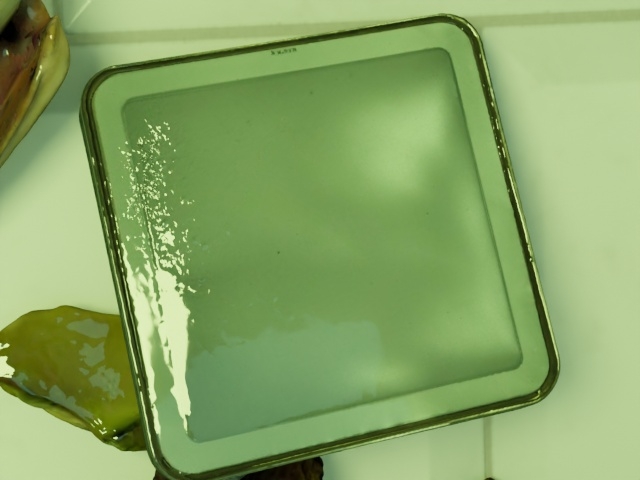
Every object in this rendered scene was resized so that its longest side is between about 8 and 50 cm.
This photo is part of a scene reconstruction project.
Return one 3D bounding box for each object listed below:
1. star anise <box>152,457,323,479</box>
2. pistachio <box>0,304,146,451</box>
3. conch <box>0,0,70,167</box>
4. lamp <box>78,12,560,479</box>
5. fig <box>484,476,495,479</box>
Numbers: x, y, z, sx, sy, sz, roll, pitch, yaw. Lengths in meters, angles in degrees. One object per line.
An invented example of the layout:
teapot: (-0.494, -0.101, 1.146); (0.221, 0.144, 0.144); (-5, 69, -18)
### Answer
star anise: (-0.063, 0.240, 0.720); (0.190, 0.126, 0.220); (-5, 104, -35)
pistachio: (-0.133, 0.094, 0.720); (0.173, 0.049, 0.089); (8, 75, -12)
conch: (-0.250, -0.109, 0.643); (0.158, 0.127, 0.255); (15, 120, -43)
lamp: (0.000, 0.000, 0.694); (0.269, 0.047, 0.266); (-11, 81, -11)
fig: (0.133, 0.298, 0.775); (0.203, 0.203, 0.235); (-19, 63, -9)
